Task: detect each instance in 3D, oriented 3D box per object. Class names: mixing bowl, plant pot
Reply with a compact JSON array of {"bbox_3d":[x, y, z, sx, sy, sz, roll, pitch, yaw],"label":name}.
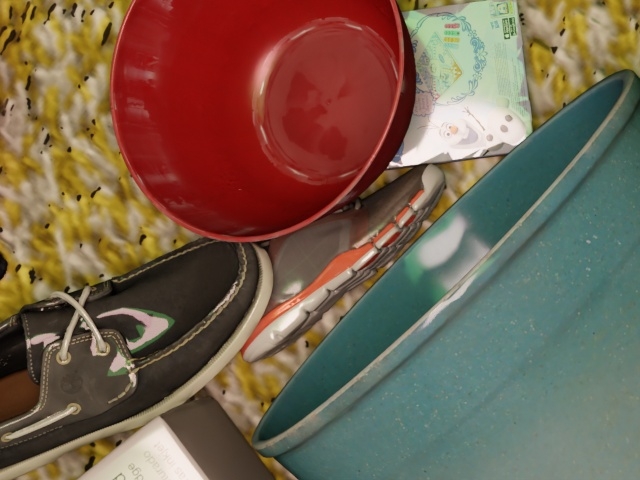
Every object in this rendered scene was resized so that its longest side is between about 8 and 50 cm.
[{"bbox_3d":[-0.016,-0.086,1.081,0.181,0.098,0.181,-3,84,27],"label":"mixing bowl"},{"bbox_3d":[0.150,0.096,1.001,0.255,0.271,0.271,44,94,-3],"label":"plant pot"}]

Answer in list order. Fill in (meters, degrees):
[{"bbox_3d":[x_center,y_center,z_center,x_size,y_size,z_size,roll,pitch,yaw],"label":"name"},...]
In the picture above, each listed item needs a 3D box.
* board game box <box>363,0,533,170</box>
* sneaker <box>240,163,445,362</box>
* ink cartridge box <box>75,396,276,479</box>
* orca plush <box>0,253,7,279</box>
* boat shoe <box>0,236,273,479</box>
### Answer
[{"bbox_3d":[0.075,-0.090,1.122,0.090,0.020,0.090,-7,89,6],"label":"board game box"},{"bbox_3d":[0.000,0.000,1.111,0.158,0.061,0.065,-40,79,4],"label":"sneaker"},{"bbox_3d":[-0.112,0.225,1.063,0.232,0.168,0.171,-39,86,4],"label":"ink cartridge box"},{"bbox_3d":[-0.234,-0.009,1.141,0.151,0.102,0.287,4,76,50],"label":"orca plush"},{"bbox_3d":[-0.133,0.064,1.095,0.233,0.079,0.084,-29,54,11],"label":"boat shoe"}]
